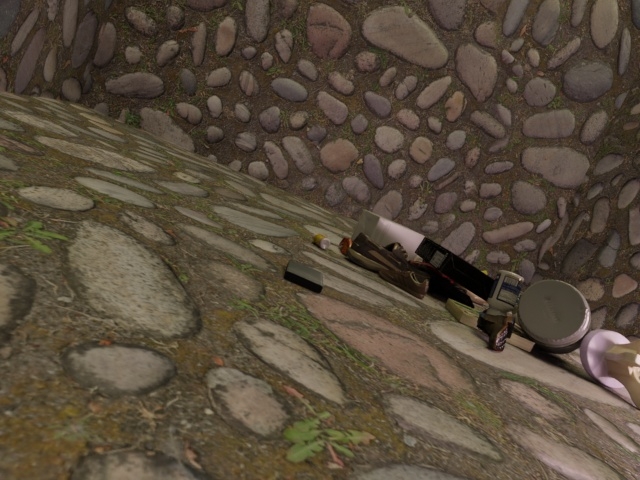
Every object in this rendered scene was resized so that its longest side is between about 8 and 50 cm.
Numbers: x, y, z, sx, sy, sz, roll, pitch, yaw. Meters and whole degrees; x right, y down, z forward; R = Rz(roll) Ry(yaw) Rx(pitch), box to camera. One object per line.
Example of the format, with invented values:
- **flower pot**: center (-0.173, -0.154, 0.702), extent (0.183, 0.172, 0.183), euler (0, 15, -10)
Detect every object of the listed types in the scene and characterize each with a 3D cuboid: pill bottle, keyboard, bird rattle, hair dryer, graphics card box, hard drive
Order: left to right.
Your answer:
- **hard drive**: center (-0.040, 0.086, 1.155), extent (0.094, 0.022, 0.135), euler (23, 8, -4)
- **pill bottle**: center (0.000, 0.000, 1.767), extent (0.043, 0.043, 0.083), euler (19, 9, -34)
- **keyboard**: center (0.472, 0.174, 1.903), extent (0.317, 0.033, 0.201), euler (31, -15, 43)
- **hair dryer**: center (0.514, 0.158, 2.065), extent (0.293, 0.080, 0.223), euler (26, 1, 22)
- **graphics card box**: center (0.543, 0.107, 1.920), extent (0.232, 0.094, 0.371), euler (33, 5, -9)
- **bird rattle**: center (0.699, 0.203, 2.197), extent (0.253, 0.143, 0.207), euler (21, 31, -38)
- **pill bottle**: center (0.662, 0.201, 1.702), extent (0.094, 0.169, 0.094), euler (23, -5, 2)

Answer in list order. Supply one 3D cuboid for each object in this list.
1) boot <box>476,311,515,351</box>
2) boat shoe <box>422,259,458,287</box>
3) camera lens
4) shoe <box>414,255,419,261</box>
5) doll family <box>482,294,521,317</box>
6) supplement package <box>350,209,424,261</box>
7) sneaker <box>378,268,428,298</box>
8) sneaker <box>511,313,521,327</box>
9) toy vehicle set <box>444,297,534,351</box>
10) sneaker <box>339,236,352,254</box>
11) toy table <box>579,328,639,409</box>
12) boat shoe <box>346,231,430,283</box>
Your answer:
- **boot**: center (0.506, 0.269, 1.406), extent (0.106, 0.082, 0.219), euler (12, 12, 31)
- **boat shoe**: center (0.611, 0.147, 2.429), extent (0.102, 0.108, 0.301), euler (21, 16, -33)
- **camera lens**: center (0.796, 0.263, 1.606), extent (0.219, 0.219, 0.274), euler (30, -3, 35)
- **shoe**: center (0.458, 0.073, 2.595), extent (0.076, 0.058, 0.219), euler (17, 11, -44)
- **doll family**: center (0.746, 0.246, 1.834), extent (0.262, 0.119, 0.163), euler (-5, 11, -22)
- **supplement package**: center (0.335, -0.011, 2.356), extent (0.292, 0.175, 0.177), euler (20, 7, -26)
- **sneaker**: center (0.298, 0.134, 1.666), extent (0.188, 0.071, 0.066), euler (29, 9, 29)
- **sneaker**: center (0.853, 0.335, 1.899), extent (0.153, 0.094, 0.235), euler (29, 13, -38)
- **toy vehicle set**: center (0.570, 0.285, 1.605), extent (0.266, 0.035, 0.166), euler (23, 8, -6)
- **sneaker**: center (0.118, 0.027, 1.888), extent (0.067, 0.064, 0.175), euler (33, 10, -6)
- **toy table**: center (0.977, 0.391, 1.484), extent (0.274, 0.252, 0.161), euler (14, -5, -26)
- **boat shoe**: center (0.276, 0.073, 1.781), extent (0.355, 0.130, 0.132), euler (22, 8, -17)
